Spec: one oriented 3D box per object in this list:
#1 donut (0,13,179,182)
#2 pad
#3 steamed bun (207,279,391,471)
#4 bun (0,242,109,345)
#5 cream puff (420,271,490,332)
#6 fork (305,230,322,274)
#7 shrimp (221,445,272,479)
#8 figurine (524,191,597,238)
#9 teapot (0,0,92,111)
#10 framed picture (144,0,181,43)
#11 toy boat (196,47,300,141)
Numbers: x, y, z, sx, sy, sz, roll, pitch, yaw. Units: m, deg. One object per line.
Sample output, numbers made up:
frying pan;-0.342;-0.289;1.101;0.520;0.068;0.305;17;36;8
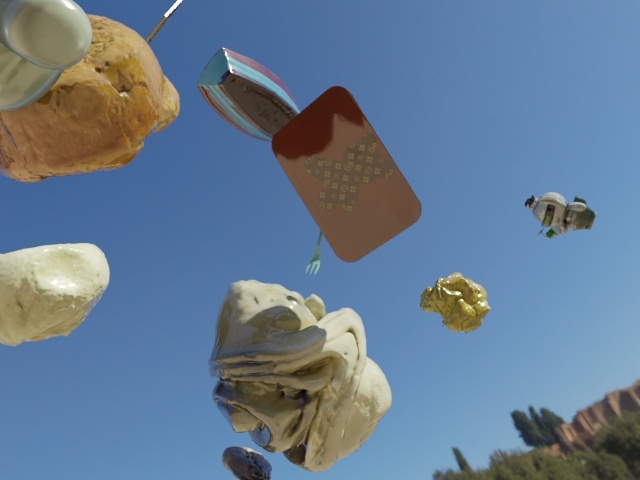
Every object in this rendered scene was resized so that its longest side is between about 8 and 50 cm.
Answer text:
donut;-0.367;-0.205;0.863;0.317;0.299;0.150;-1;-47;10
pad;0.038;-0.109;1.026;0.181;0.267;0.004;-35;-6;26
steamed bun;-0.065;0.253;1.099;0.247;0.339;0.352;-32;-59;-46
bun;-0.697;0.134;1.498;0.348;0.227;0.352;-10;0;-26
cream puff;0.311;0.140;1.414;0.156;0.156;0.121;16;-66;-47
fork;0.000;0.001;1.906;0.039;0.235;0.021;10;-21;16
shrimp;-0.131;0.442;1.179;0.101;0.190;0.042;12;-88;-26
figurine;0.673;-0.078;1.717;0.126;0.192;0.147;-65;-19;-10
teapot;-0.305;-0.190;0.551;0.220;0.318;0.149;-42;-59;14
framed picture;-0.391;-0.506;1.457;0.010;0.136;0.201;40;-45;-21
toy boat;-0.105;-0.265;1.266;0.136;0.079;0.392;-53;-30;6
